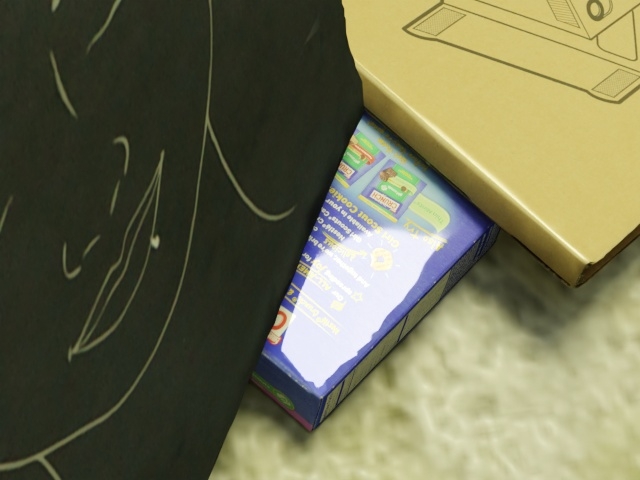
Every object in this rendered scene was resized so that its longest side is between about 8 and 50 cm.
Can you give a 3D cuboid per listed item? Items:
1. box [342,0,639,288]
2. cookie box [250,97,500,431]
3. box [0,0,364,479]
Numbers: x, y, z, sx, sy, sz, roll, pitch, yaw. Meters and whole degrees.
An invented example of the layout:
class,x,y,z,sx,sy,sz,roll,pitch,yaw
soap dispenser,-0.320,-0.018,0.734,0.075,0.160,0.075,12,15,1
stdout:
class,x,y,z,sx,sy,sz,roll,pitch,yaw
box,0.072,-0.090,0.748,0.201,0.021,0.164,42,52,16
cookie box,0.000,0.000,0.713,0.092,0.040,0.107,40,68,14
box,-0.225,-0.003,0.441,0.297,0.472,0.480,15,64,16
